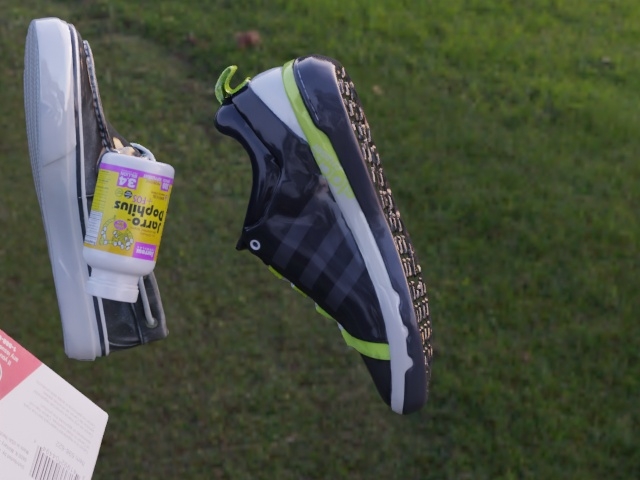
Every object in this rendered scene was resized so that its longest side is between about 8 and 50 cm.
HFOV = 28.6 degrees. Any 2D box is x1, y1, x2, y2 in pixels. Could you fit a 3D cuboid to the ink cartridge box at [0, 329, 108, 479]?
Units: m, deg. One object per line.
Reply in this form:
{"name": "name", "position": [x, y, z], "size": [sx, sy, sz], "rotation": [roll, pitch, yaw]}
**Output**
{"name": "ink cartridge box", "position": [-0.422, 0.307, 1.402], "size": [0.160, 0.279, 0.384], "rotation": [-12, 48, 27]}

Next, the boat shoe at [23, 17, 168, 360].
{"name": "boat shoe", "position": [-0.207, -0.050, 1.189], "size": [0.119, 0.335, 0.121], "rotation": [-10, 25, -15]}

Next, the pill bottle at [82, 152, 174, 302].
{"name": "pill bottle", "position": [-0.114, -0.007, 0.734], "size": [0.043, 0.083, 0.043], "rotation": [12, 0, 0]}

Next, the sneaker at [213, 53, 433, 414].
{"name": "sneaker", "position": [0.000, 0.000, 0.768], "size": [0.097, 0.234, 0.084], "rotation": [-17, 8, 12]}
